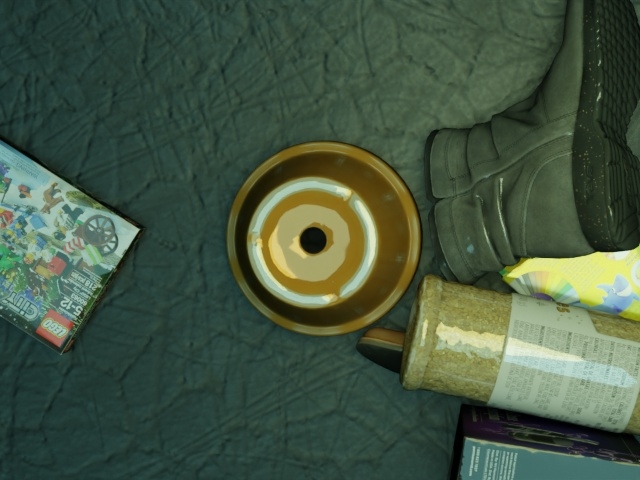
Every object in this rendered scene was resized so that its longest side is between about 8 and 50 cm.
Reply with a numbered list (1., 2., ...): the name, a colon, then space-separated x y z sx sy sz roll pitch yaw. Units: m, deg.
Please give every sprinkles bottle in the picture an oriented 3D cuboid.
1. sprinkles bottle: 0.261 0.125 1.795 0.355 0.121 0.121 12 92 -1

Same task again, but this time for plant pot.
1. plant pot: 0.000 0.000 1.835 0.205 0.188 0.205 0 92 4

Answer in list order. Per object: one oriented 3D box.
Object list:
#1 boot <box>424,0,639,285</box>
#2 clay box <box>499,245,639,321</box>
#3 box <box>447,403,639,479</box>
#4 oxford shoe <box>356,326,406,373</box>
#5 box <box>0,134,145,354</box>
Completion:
1. boot: 0.206 -0.126 1.846 0.223 0.118 0.338 -11 59 32
2. clay box: 0.288 0.046 1.884 0.222 0.053 0.127 44 94 3
3. box: 0.221 0.234 1.790 0.184 0.261 0.103 11 92 3
4. oxford shoe: 0.144 0.110 1.897 0.212 0.076 0.076 8 69 -1
5. box: -0.325 -0.008 1.928 0.233 0.044 0.159 32 93 3
